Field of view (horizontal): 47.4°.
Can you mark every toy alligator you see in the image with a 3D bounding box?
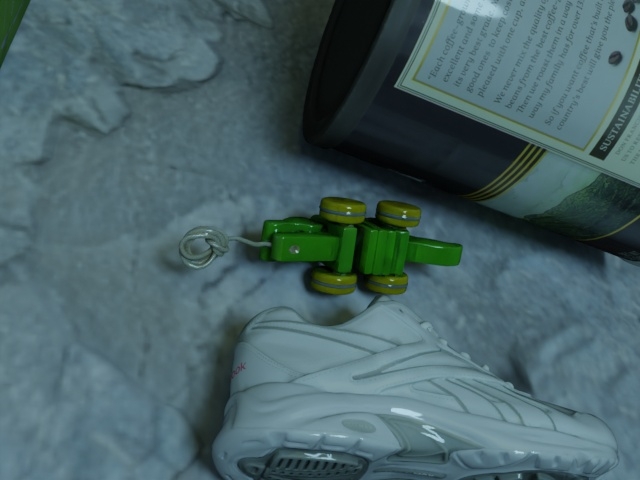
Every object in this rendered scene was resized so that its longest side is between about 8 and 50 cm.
[{"bbox_3d":[0.000,0.000,0.455,0.189,0.056,0.051,2,13,-24],"label":"toy alligator"}]

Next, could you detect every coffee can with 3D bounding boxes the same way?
[{"bbox_3d":[0.151,-0.116,0.514,0.275,0.201,0.202,19,50,-13],"label":"coffee can"}]

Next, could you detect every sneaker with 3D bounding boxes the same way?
[{"bbox_3d":[0.060,0.081,0.399,0.232,0.090,0.115,14,48,-19],"label":"sneaker"}]

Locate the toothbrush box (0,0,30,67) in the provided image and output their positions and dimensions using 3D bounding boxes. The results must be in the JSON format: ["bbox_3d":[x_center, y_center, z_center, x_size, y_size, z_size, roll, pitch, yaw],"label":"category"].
[{"bbox_3d":[-0.272,-0.216,0.428,0.206,0.122,0.283,16,49,-17],"label":"toothbrush box"}]
